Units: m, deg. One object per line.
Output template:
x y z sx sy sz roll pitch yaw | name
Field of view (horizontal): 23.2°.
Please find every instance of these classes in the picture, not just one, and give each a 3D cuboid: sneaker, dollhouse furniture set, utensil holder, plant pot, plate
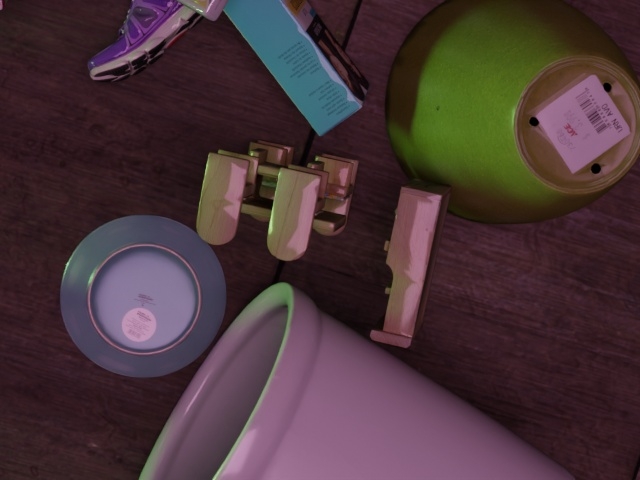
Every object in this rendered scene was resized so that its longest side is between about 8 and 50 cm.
-0.190 -0.237 1.701 0.170 0.068 0.071 -42 87 -10 | sneaker
0.000 0.000 1.649 0.242 0.212 0.161 13 100 9 | dollhouse furniture set
0.037 0.281 1.675 0.385 0.327 0.327 32 92 -15 | utensil holder
0.229 -0.135 1.652 0.274 0.293 0.275 -1 98 -8 | plant pot
-0.198 0.065 1.753 0.188 0.024 0.188 -1 98 -10 | plate

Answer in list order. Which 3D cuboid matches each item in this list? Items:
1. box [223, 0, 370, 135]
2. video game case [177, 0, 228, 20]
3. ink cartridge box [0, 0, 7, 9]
-0.045 -0.236 1.688 0.060 0.100 0.244 -34 103 17 | box
-0.137 -0.361 1.625 0.227 0.026 0.206 33 93 32 | video game case
-0.404 -0.275 1.565 0.172 0.237 0.100 -7 102 -8 | ink cartridge box
